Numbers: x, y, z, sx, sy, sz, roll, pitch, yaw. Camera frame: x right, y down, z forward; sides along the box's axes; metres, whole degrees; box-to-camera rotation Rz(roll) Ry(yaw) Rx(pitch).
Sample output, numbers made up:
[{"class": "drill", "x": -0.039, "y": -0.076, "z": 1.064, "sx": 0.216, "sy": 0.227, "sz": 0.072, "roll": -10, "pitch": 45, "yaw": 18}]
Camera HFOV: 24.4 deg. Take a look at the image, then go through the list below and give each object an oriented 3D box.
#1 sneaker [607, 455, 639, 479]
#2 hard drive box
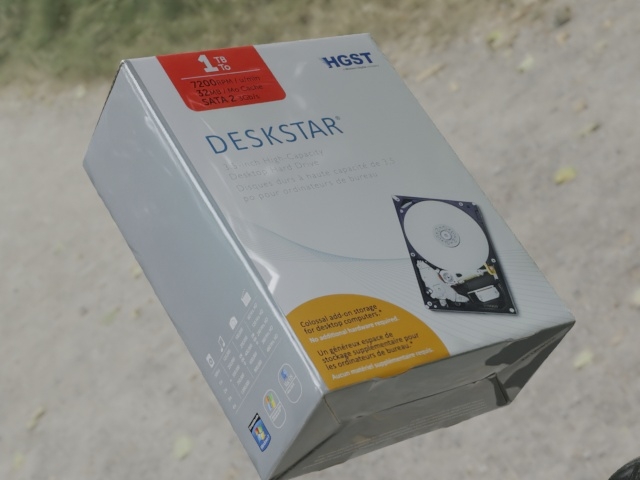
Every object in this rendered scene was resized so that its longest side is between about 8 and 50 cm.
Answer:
[{"class": "sneaker", "x": 0.217, "y": 0.154, "z": 0.907, "sx": 0.170, "sy": 0.051, "sz": 0.089, "roll": -42, "pitch": -11, "yaw": 36}, {"class": "hard drive box", "x": 0.000, "y": 0.000, "z": 0.836, "sx": 0.181, "sy": 0.232, "sz": 0.089, "roll": -13, "pitch": -33, "yaw": -36}]
